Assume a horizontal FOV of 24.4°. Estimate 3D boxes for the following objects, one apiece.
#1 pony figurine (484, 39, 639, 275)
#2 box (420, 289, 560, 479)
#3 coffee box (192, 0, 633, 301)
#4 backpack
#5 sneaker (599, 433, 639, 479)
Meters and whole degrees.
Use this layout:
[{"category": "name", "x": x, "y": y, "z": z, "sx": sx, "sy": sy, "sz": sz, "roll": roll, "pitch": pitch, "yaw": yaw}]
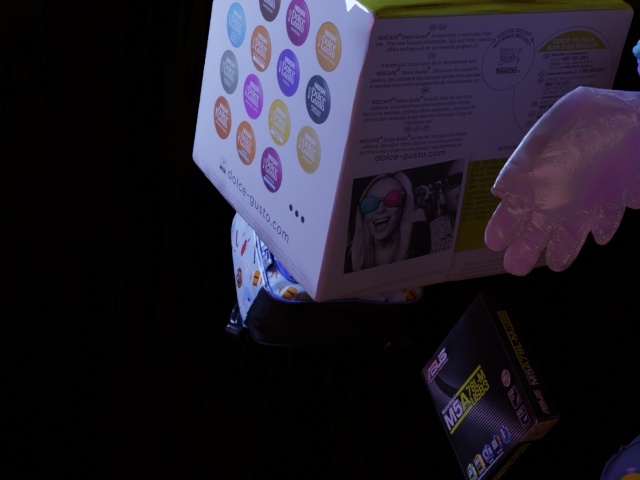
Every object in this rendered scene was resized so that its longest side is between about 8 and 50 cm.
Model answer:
[{"category": "pony figurine", "x": 0.362, "y": -0.077, "z": 1.291, "sx": 0.351, "sy": 0.303, "sz": 0.363, "roll": -63, "pitch": 22, "yaw": -8}, {"category": "box", "x": 0.207, "y": 0.189, "z": 1.838, "sx": 0.184, "sy": 0.045, "sz": 0.190, "roll": 67, "pitch": 148, "yaw": 28}, {"category": "coffee box", "x": 0.089, "y": -0.175, "z": 1.677, "sx": 0.337, "sy": 0.338, "sz": 0.334, "roll": 46, "pitch": 134, "yaw": 47}, {"category": "backpack", "x": 0.000, "y": 0.000, "z": 2.002, "sx": 0.263, "sy": 0.277, "sz": 0.213, "roll": -110, "pitch": 35, "yaw": -42}, {"category": "sneaker", "x": 0.329, "y": 0.279, "z": 1.604, "sx": 0.209, "sy": 0.069, "sz": 0.082, "roll": 106, "pitch": -179, "yaw": -51}]
